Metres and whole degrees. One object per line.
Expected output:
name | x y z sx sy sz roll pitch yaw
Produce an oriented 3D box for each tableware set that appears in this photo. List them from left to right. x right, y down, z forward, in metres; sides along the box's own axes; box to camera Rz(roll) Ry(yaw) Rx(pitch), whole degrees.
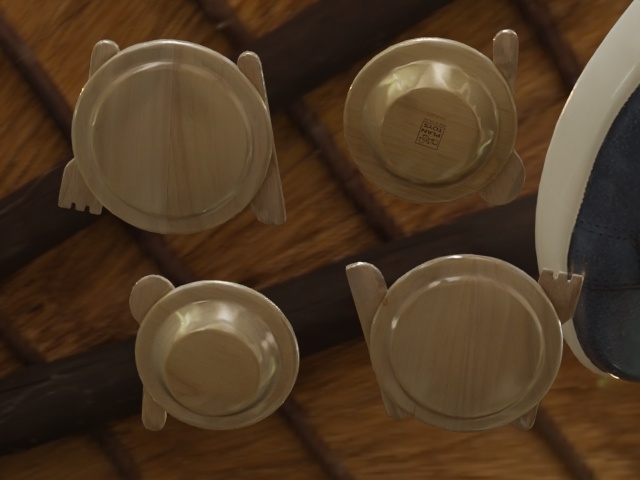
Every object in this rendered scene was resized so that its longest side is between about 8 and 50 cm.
tableware set | 0.000 0.000 0.620 0.169 0.020 0.141 -2 -69 4

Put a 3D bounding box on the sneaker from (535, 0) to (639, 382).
sneaker | 0.192 -0.052 0.642 0.131 0.350 0.148 -6 -134 -33
